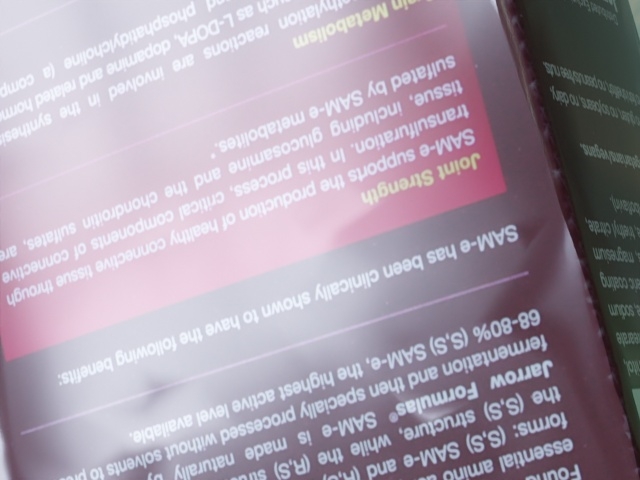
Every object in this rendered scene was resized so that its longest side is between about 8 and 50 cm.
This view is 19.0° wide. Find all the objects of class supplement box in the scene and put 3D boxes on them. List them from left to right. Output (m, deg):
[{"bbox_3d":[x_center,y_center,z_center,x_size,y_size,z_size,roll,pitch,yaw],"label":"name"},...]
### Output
[{"bbox_3d":[0.000,0.000,0.370,0.130,0.073,0.239,-18,78,26],"label":"supplement box"}]
